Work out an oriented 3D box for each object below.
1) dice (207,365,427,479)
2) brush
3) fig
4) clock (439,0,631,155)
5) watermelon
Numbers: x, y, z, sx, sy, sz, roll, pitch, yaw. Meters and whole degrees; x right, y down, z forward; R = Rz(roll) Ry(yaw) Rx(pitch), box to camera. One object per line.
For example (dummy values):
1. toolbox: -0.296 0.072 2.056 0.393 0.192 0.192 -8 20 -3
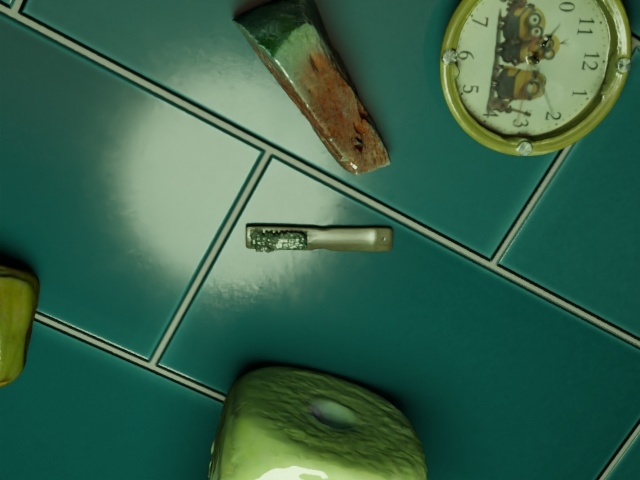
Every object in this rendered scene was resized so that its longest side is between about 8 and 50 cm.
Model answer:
1. dice: -0.023 0.321 1.060 0.255 0.252 0.249 17 105 -9
2. brush: 0.000 0.000 1.072 0.191 0.027 0.034 1 110 -7
3. fig: -0.401 0.097 1.003 0.144 0.154 0.165 -41 70 46
4. clock: 0.252 -0.219 1.011 0.237 0.057 0.237 -2 111 -5
5. watermelon: 0.007 -0.165 0.975 0.094 0.154 0.241 -31 122 5
